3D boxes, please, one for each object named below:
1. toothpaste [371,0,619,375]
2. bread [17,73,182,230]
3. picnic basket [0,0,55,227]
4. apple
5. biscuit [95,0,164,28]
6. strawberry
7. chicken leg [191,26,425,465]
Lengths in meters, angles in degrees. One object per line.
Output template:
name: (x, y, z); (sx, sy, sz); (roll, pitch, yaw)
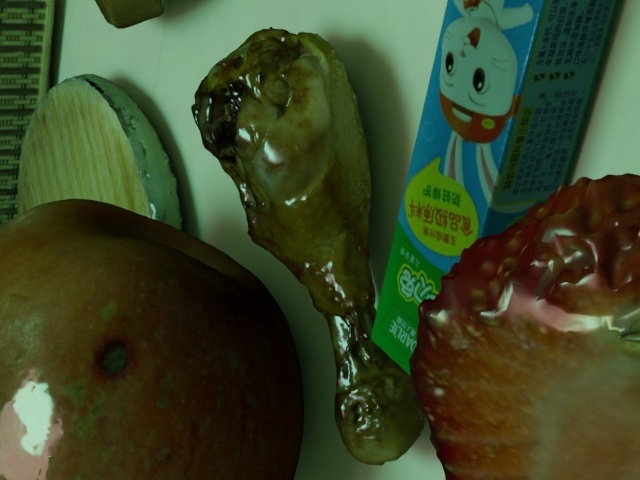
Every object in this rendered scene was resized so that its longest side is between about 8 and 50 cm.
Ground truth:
toothpaste: (0.084, -0.053, 0.614); (0.065, 0.050, 0.267); (40, 129, 43)
bread: (-0.172, 0.001, 1.029); (0.267, 0.040, 0.267); (16, 109, 55)
picnic basket: (-0.363, -0.101, 1.140); (0.175, 0.228, 0.313); (44, 130, 48)
apple: (-0.124, 0.090, 0.800); (0.253, 0.253, 0.254); (15, 108, 55)
biscuit: (-0.189, -0.299, 0.901); (0.344, 0.057, 0.287); (63, 174, 5)
strawberry: (0.123, 0.053, 0.537); (0.175, 0.107, 0.236); (45, 146, -8)
chicken leg: (0.003, -0.001, 0.727); (0.087, 0.107, 0.252); (-20, 84, 13)
